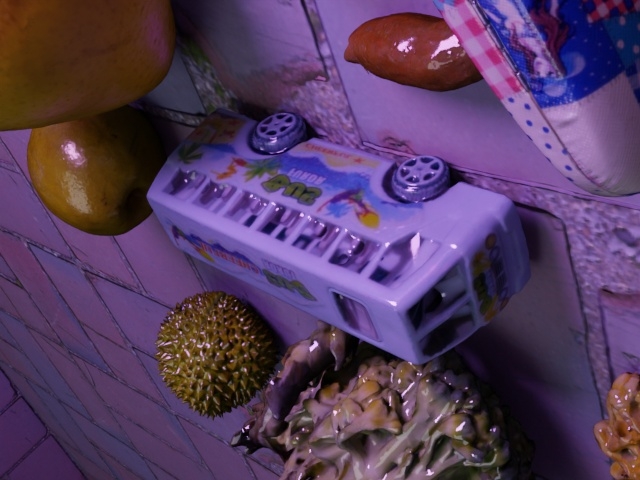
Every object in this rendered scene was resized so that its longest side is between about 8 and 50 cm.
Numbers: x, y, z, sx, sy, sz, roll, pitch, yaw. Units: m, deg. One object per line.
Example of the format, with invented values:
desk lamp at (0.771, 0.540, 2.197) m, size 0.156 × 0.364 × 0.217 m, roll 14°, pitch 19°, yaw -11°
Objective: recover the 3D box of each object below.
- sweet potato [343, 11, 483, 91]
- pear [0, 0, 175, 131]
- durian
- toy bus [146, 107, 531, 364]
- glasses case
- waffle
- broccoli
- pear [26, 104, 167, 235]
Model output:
sweet potato at (0.088, -0.124, 0.571) m, size 0.195 × 0.056 × 0.056 m, roll 6°, pitch 133°, yaw 45°
pear at (-0.256, -0.223, 0.715) m, size 0.285 × 0.285 × 0.336 m, roll 45°, pitch -168°, yaw 0°
durian at (-0.143, 0.150, 1.146) m, size 0.159 × 0.146 × 0.198 m, roll 45°, pitch 149°, yaw 5°
toy bus at (0.003, -0.013, 0.740) m, size 0.330 × 0.136 × 0.109 m, roll 22°, pitch 147°, yaw 39°
glasses case at (0.092, -0.167, 0.424) m, size 0.327 × 0.125 × 0.076 m, roll 53°, pitch 152°, yaw -15°
waffle at (0.297, 0.168, 0.684) m, size 0.192 × 0.046 × 0.160 m, roll 5°, pitch 131°, yaw 51°
broccoli at (0.073, 0.221, 0.890) m, size 0.334 × 0.272 × 0.324 m, roll 19°, pitch 104°, yaw 51°
pear at (-0.245, -0.085, 0.978) m, size 0.162 × 0.149 × 0.149 m, roll 43°, pitch 154°, yaw 27°
